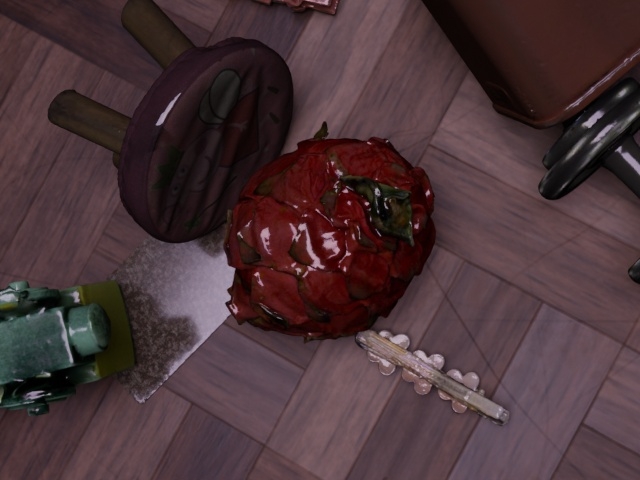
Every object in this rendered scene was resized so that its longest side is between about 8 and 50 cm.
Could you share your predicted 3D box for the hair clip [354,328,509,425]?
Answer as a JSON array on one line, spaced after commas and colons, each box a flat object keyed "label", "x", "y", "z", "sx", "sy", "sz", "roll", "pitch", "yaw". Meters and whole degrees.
[{"label": "hair clip", "x": 0.140, "y": 0.168, "z": 1.359, "sx": 0.214, "sy": 0.056, "sz": 0.062, "roll": 28, "pitch": 76, "yaw": 20}]

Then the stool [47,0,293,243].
[{"label": "stool", "x": -0.179, "y": -0.151, "z": 1.351, "sx": 0.178, "sy": 0.272, "sz": 0.272, "roll": 35, "pitch": 91, "yaw": 24}]

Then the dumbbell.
[{"label": "dumbbell", "x": 0.379, "y": -0.068, "z": 1.269, "sx": 0.192, "sy": 0.192, "sz": 0.290, "roll": -44, "pitch": 80, "yaw": 3}]

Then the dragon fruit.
[{"label": "dragon fruit", "x": 0.000, "y": 0.000, "z": 1.305, "sx": 0.299, "sy": 0.244, "sz": 0.244, "roll": -35, "pitch": 79, "yaw": 21}]

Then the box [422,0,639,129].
[{"label": "box", "x": 0.291, "y": -0.328, "z": 1.247, "sx": 0.339, "sy": 0.239, "sz": 0.229, "roll": -41, "pitch": 107, "yaw": 3}]

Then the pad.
[{"label": "pad", "x": -0.210, "y": 0.081, "z": 1.449, "sx": 0.158, "sy": 0.003, "sz": 0.235, "roll": 45, "pitch": 93, "yaw": 11}]

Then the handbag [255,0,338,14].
[{"label": "handbag", "x": -0.066, "y": -0.391, "z": 1.447, "sx": 0.212, "sy": 0.059, "sz": 0.157, "roll": 15, "pitch": 86, "yaw": 10}]

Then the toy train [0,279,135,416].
[{"label": "toy train", "x": -0.424, "y": 0.149, "z": 1.350, "sx": 0.397, "sy": 0.253, "sz": 0.160, "roll": -14, "pitch": 88, "yaw": 9}]
